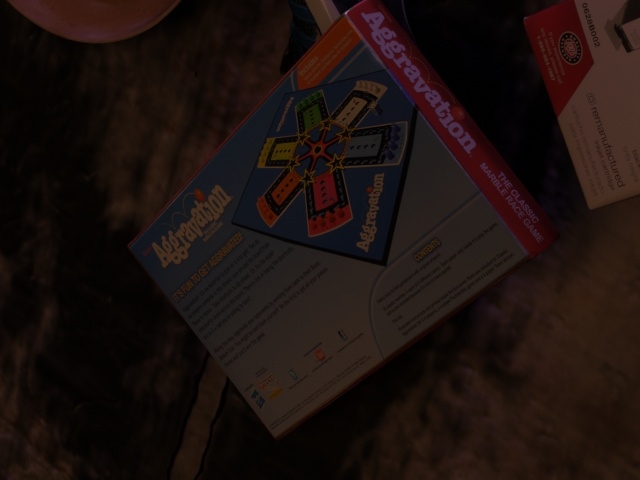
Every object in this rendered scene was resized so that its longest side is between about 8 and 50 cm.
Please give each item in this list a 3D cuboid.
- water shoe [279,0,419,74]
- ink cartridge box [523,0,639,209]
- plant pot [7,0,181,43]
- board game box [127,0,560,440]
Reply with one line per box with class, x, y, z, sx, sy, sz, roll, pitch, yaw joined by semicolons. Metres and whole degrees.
water shoe;0.003;-0.107;0.989;0.080;0.073;0.203;-19;90;45
ink cartridge box;0.172;-0.081;0.862;0.135;0.056;0.099;-21;89;43
plant pot;-0.132;-0.232;1.094;0.236;0.032;0.236;14;112;38
board game box;0.000;0.000;0.997;0.145;0.027;0.281;52;144;2
